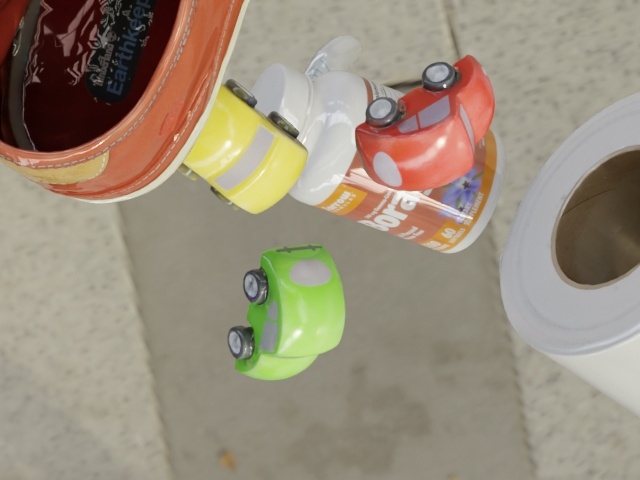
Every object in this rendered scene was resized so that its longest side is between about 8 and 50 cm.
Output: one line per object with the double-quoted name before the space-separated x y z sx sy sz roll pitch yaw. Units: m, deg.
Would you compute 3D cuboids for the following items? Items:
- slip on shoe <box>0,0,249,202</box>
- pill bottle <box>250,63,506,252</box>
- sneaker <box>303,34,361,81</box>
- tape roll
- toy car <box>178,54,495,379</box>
"slip on shoe" -0.062 -0.171 0.743 0.123 0.101 0.331 19 100 11
"pill bottle" 0.042 -0.075 1.645 0.121 0.216 0.121 -49 31 43
"sneaker" 0.002 -0.134 1.788 0.061 0.152 0.053 30 147 12
"tape roll" 0.290 0.020 1.541 0.246 0.169 0.246 -33 39 32
"toy car" 0.000 0.000 1.166 0.053 0.239 0.225 45 131 43
